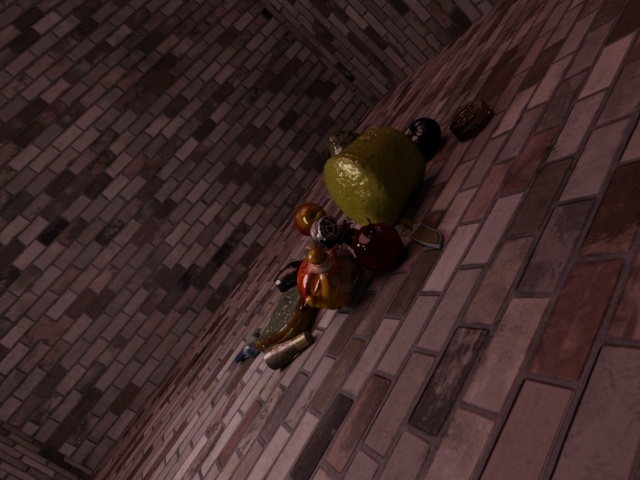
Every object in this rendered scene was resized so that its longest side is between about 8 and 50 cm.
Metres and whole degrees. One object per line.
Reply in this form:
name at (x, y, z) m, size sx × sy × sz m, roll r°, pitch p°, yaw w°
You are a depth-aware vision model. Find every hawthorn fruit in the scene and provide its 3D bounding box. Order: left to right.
hawthorn fruit at (0.175, 0.005, 1.297) m, size 0.157 × 0.194 × 0.156 m, roll -15°, pitch 41°, yaw 14°

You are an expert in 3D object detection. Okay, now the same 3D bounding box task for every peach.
peach at (-0.060, -0.123, 2.396) m, size 0.190 × 0.190 × 0.192 m, roll -56°, pitch 14°, yaw -22°

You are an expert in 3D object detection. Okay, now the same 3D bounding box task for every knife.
knife at (0.308, -0.026, 1.298) m, size 0.061 × 0.027 × 0.343 m, roll -47°, pitch 17°, yaw 3°

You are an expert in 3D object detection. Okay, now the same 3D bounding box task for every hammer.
hammer at (-0.333, 0.500, 1.858) m, size 0.194 × 0.070 × 0.116 m, roll -47°, pitch 14°, yaw 33°

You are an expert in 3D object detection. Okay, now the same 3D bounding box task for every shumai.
shumai at (0.197, -0.496, 2.525) m, size 0.288 × 0.330 × 0.291 m, roll -110°, pitch 21°, yaw -53°

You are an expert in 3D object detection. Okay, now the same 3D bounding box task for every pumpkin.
pumpkin at (0.425, -0.423, 1.752) m, size 0.202 × 0.140 × 0.201 m, roll -43°, pitch 31°, yaw 33°

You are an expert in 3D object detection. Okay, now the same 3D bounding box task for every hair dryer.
hair dryer at (-0.083, 0.143, 1.945) m, size 0.304 × 0.120 × 0.359 m, roll -34°, pitch -4°, yaw -12°

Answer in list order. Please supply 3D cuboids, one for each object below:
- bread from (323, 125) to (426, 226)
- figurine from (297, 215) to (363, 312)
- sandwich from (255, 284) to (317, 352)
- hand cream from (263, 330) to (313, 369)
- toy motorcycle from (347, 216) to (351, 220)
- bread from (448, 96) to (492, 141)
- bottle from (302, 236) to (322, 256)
bread at (0.208, -0.243, 1.553) m, size 0.307 × 0.348 × 0.348 m, roll -50°, pitch 13°, yaw -20°
figurine at (0.028, 0.092, 1.384) m, size 0.196 × 0.320 × 0.322 m, roll 3°, pitch 79°, yaw 33°
sandwich at (-0.114, 0.294, 1.629) m, size 0.271 × 0.099 × 0.301 m, roll -42°, pitch 14°, yaw 44°
hand cream at (-0.106, 0.380, 1.451) m, size 0.203 × 0.084 × 0.084 m, roll -36°, pitch 18°, yaw 23°
toy motorcycle at (0.192, -0.145, 1.897) m, size 0.106 × 0.074 × 0.190 m, roll -46°, pitch 10°, yaw -26°
bread at (0.558, -0.450, 1.530) m, size 0.160 × 0.073 × 0.160 m, roll -47°, pitch 13°, yaw 14°
bottle at (0.000, 0.000, 2.076) m, size 0.209 × 0.097 × 0.110 m, roll -58°, pitch -28°, yaw -34°
